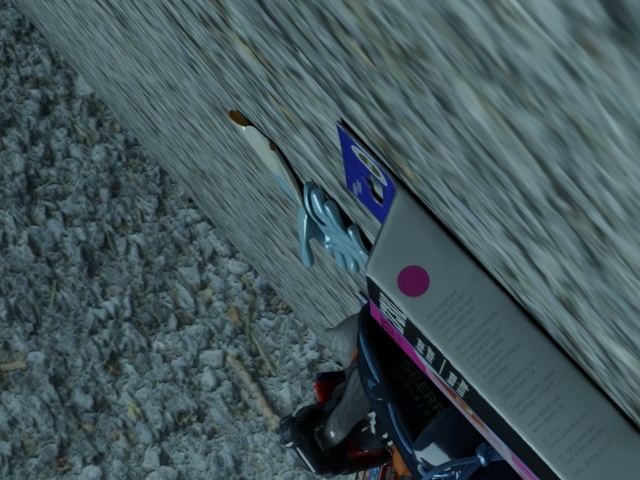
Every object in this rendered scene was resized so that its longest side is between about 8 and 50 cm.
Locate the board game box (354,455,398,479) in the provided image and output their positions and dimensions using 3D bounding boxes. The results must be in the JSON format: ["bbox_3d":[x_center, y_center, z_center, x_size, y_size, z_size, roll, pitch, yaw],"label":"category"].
[{"bbox_3d":[0.075,0.296,1.834,0.027,0.281,0.145,13,180,-8],"label":"board game box"}]

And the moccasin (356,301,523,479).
[{"bbox_3d":[0.119,0.180,1.217,0.342,0.138,0.117,42,168,42],"label":"moccasin"}]

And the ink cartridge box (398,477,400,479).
[{"bbox_3d":[0.124,0.405,1.774,0.189,0.097,0.255,147,106,-70],"label":"ink cartridge box"}]

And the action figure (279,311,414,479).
[{"bbox_3d":[0.130,0.211,1.577,0.330,0.178,0.341,53,-154,13],"label":"action figure"}]

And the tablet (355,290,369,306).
[{"bbox_3d":[0.064,0.087,1.685,0.054,0.006,0.083,46,176,13],"label":"tablet"}]

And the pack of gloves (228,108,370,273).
[{"bbox_3d":[0.000,0.000,1.348,0.195,0.046,0.232,44,174,42],"label":"pack of gloves"}]

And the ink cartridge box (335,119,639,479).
[{"bbox_3d":[0.120,0.089,0.945,0.371,0.069,0.176,49,175,11],"label":"ink cartridge box"}]
